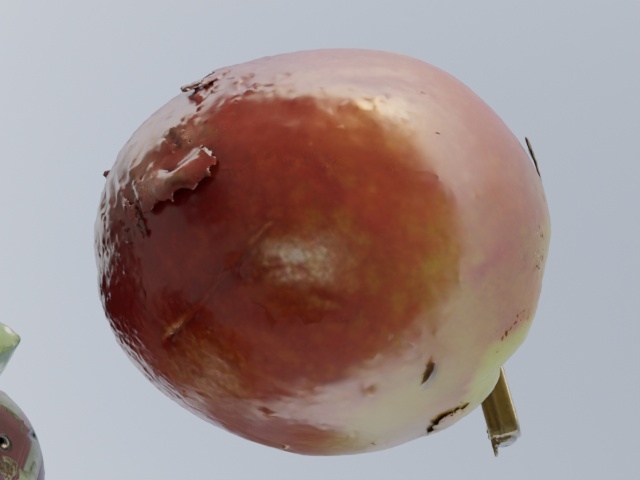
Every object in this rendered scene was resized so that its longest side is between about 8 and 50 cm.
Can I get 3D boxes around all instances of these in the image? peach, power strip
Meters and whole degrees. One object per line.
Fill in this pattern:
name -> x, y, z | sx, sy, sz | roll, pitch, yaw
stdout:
peach -> 0.000, 0.000, 0.808 | 0.370, 0.370, 0.370 | 0, -91, 38
power strip -> 0.179, 0.095, 1.120 | 0.044, 0.064, 0.305 | -16, -113, 7

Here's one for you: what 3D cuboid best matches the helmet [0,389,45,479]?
helmet -> -0.248, 0.156, 0.660 | 0.107, 0.153, 0.177 | -36, -159, -5

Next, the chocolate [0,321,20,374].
chocolate -> -0.496, 0.143, 0.921 | 0.288, 0.137, 0.301 | 33, -88, 1
